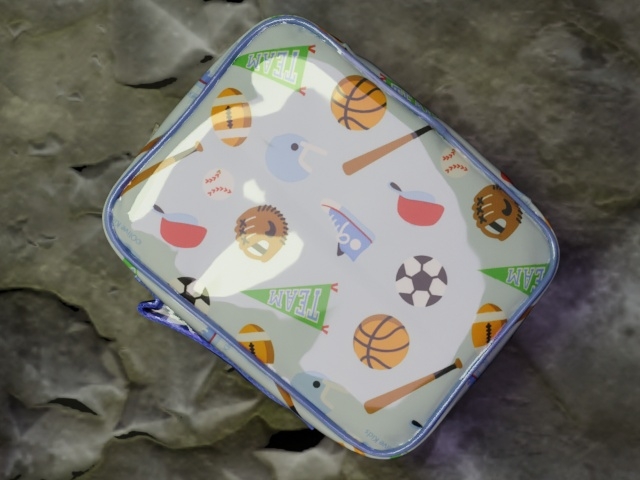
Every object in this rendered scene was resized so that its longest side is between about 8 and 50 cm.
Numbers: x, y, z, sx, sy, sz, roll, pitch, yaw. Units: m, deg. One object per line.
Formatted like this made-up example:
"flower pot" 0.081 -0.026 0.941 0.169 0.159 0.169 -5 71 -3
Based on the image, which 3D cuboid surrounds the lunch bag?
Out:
"lunch bag" 0.000 0.000 1.067 0.303 0.115 0.243 40 91 2
